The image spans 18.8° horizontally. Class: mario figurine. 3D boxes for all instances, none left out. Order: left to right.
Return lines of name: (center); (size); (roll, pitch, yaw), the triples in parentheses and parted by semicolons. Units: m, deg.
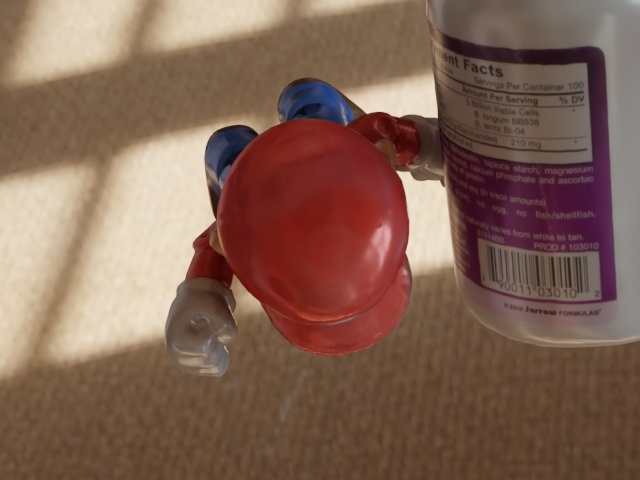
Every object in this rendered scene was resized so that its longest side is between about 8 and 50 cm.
mario figurine: (0.000, 0.000, 1.258); (0.170, 0.198, 0.320); (22, 13, -10)

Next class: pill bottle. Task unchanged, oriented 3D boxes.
pill bottle: (0.153, -0.101, 1.174); (0.169, 0.302, 0.169); (-6, 26, 3)
